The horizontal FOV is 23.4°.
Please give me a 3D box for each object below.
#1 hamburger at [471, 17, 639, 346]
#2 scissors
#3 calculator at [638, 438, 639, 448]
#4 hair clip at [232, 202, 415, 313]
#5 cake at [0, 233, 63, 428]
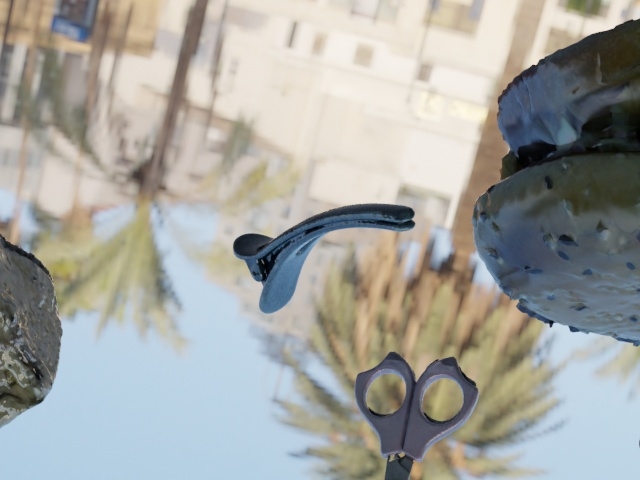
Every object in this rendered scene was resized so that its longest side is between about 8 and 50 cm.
[{"bbox_3d":[0.288,-0.042,1.090,0.318,0.195,0.277,15,160,-27],"label":"hamburger"},{"bbox_3d":[0.060,0.175,1.176,0.100,0.189,0.015,5,160,22],"label":"scissors"},{"bbox_3d":[0.255,0.051,0.755,0.033,0.157,0.236,36,158,-14],"label":"calculator"},{"bbox_3d":[0.000,0.000,1.188,0.039,0.070,0.229,-23,177,-31],"label":"hair clip"},{"bbox_3d":[-0.245,0.013,0.986,0.220,0.086,0.116,57,-171,-16],"label":"cake"}]
